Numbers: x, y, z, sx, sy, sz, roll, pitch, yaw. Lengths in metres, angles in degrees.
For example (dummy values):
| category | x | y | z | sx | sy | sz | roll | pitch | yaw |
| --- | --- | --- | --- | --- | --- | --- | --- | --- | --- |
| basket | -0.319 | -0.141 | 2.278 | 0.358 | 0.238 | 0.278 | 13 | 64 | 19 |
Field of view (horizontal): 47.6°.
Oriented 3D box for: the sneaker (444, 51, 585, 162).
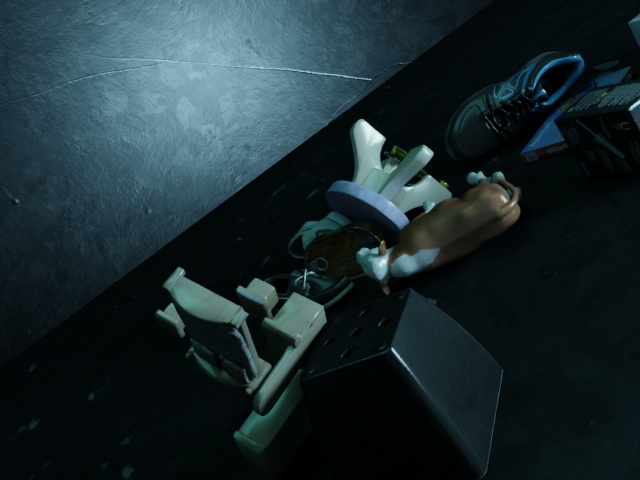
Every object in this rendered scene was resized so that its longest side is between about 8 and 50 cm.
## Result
| category | x | y | z | sx | sy | sz | roll | pitch | yaw |
| --- | --- | --- | --- | --- | --- | --- | --- | --- | --- |
| sneaker | 0.413 | -0.297 | 1.562 | 0.341 | 0.125 | 0.139 | -40 | 9 | 1 |

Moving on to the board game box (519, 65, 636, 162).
| category | x | y | z | sx | sy | sz | roll | pitch | yaw |
| --- | --- | --- | --- | --- | --- | --- | --- | --- | --- |
| board game box | 0.522 | -0.255 | 1.462 | 0.145 | 0.027 | 0.281 | -13 | 27 | 50 |

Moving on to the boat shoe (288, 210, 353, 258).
| category | x | y | z | sx | sy | sz | roll | pitch | yaw |
| --- | --- | --- | --- | --- | --- | --- | --- | --- | --- |
| boat shoe | 0.000 | 0.000 | 1.628 | 0.088 | 0.096 | 0.267 | -45 | 18 | -20 |

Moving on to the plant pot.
| category | x | y | z | sx | sy | sz | roll | pitch | yaw |
| --- | --- | --- | --- | --- | --- | --- | --- | --- | --- |
| plant pot | 0.084 | 0.171 | 0.860 | 0.188 | 0.167 | 0.187 | -25 | 18 | 31 |

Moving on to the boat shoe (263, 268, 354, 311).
| category | x | y | z | sx | sy | sz | roll | pitch | yaw |
| --- | --- | --- | --- | --- | --- | --- | --- | --- | --- |
| boat shoe | -0.030 | 0.097 | 1.443 | 0.233 | 0.079 | 0.084 | -12 | 26 | 49 |

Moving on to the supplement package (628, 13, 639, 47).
| category | x | y | z | sx | sy | sz | roll | pitch | yaw |
| --- | --- | --- | --- | --- | --- | --- | --- | --- | --- |
| supplement package | 0.730 | -0.426 | 1.355 | 0.244 | 0.134 | 0.139 | -38 | 17 | -14 |

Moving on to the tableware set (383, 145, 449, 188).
| category | x | y | z | sx | sy | sz | roll | pitch | yaw |
| --- | --- | --- | --- | --- | --- | --- | --- | --- | --- |
| tableware set | 0.211 | -0.155 | 1.562 | 0.024 | 0.154 | 0.104 | -55 | 16 | -2 |

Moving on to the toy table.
| category | x | y | z | sx | sy | sz | roll | pitch | yaw |
| --- | --- | --- | --- | --- | --- | --- | --- | --- | --- |
| toy table | 0.132 | -0.107 | 1.470 | 0.161 | 0.252 | 0.274 | -54 | 23 | -9 |

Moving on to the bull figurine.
| category | x | y | z | sx | sy | sz | roll | pitch | yaw |
| --- | --- | --- | --- | --- | --- | --- | --- | --- | --- |
| bull figurine | 0.211 | -0.019 | 1.262 | 0.310 | 0.101 | 0.188 | -25 | 17 | 30 |

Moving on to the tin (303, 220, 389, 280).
| category | x | y | z | sx | sy | sz | roll | pitch | yaw |
| --- | --- | --- | --- | --- | --- | --- | --- | --- | --- |
| tin | 0.051 | 0.026 | 1.438 | 0.189 | 0.106 | 0.040 | -20 | 14 | 37 |

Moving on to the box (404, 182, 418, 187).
| category | x | y | z | sx | sy | sz | roll | pitch | yaw |
| --- | --- | --- | --- | --- | --- | --- | --- | --- | --- |
| box | 0.147 | -0.077 | 1.675 | 0.162 | 0.029 | 0.116 | -38 | 17 | -18 |

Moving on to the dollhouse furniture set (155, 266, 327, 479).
| category | x | y | z | sx | sy | sz | roll | pitch | yaw |
| --- | --- | --- | --- | --- | --- | --- | --- | --- | --- |
| dollhouse furniture set | -0.169 | 0.162 | 1.031 | 0.355 | 0.303 | 0.174 | 24 | 59 | 24 |

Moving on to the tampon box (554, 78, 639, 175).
| category | x | y | z | sx | sy | sz | roll | pitch | yaw |
| --- | --- | --- | --- | --- | --- | --- | --- | --- | --- |
| tampon box | 0.484 | -0.178 | 1.154 | 0.101 | 0.120 | 0.161 | -40 | 18 | -16 |
